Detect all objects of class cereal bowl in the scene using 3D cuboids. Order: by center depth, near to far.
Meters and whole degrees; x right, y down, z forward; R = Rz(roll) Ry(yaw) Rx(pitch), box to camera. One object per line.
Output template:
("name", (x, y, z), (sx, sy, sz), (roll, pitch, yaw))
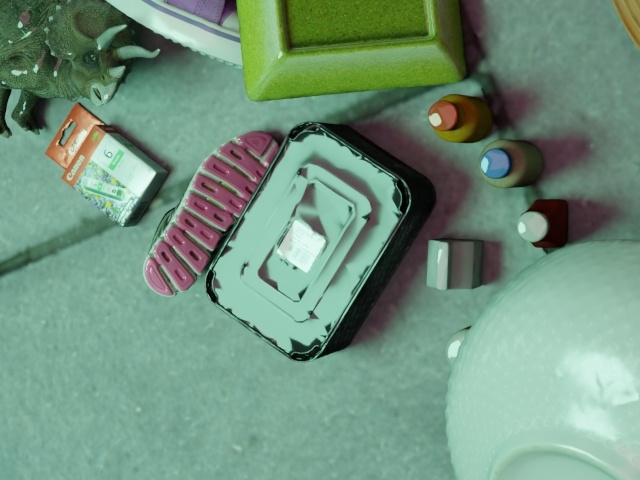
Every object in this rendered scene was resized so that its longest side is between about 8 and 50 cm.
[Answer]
("cereal bowl", (0.224, 0.174, 1.106), (0.339, 0.141, 0.339), (25, 132, 31))

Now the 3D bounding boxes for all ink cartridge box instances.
("ink cartridge box", (-0.201, -0.070, 1.387), (0.115, 0.029, 0.063), (38, 104, 14))

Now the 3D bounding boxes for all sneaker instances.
("sneaker", (-0.123, -0.264, 1.316), (0.282, 0.102, 0.161), (34, 100, 15))
("sneaker", (-0.100, -0.026, 1.337), (0.063, 0.075, 0.170), (36, 82, -11))

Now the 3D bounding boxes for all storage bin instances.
("storage bin", (0.000, 0.000, 1.292), (0.122, 0.084, 0.180), (34, 102, 15))

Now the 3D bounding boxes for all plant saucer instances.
("plant saucer", (0.024, -0.217, 1.251), (0.188, 0.045, 0.188), (-6, 89, -7))

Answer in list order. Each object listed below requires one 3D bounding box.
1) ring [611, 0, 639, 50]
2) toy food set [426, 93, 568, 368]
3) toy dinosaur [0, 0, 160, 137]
("ring", (0.325, -0.259, 1.077), (0.336, 0.032, 0.337), (6, 97, 55))
("toy food set", (0.136, -0.001, 1.232), (0.111, 0.104, 0.232), (4, 94, 19))
("toy dinosaur", (-0.278, -0.195, 1.365), (0.313, 0.121, 0.160), (41, 104, 19))
